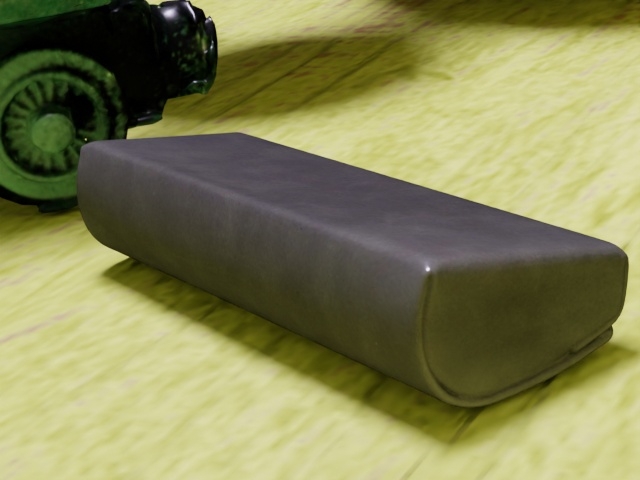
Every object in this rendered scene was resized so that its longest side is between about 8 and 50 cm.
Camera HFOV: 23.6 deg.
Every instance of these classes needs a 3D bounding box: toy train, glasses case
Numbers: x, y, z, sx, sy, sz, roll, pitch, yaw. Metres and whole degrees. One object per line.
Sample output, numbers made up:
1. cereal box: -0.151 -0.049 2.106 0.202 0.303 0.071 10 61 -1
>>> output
1. toy train: -0.175 -0.078 0.576 0.269 0.154 0.115 -11 24 -7
2. glasses case: -0.001 0.000 0.463 0.072 0.042 0.190 -15 21 -33
